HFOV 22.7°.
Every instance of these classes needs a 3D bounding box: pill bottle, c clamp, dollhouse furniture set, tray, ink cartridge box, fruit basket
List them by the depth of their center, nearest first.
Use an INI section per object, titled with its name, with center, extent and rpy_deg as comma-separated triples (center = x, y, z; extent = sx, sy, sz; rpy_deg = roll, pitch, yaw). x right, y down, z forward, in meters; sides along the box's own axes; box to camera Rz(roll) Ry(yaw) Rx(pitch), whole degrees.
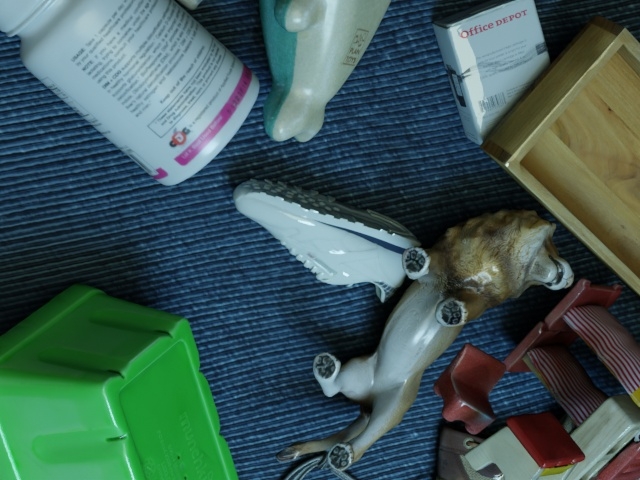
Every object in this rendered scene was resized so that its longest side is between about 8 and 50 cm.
[pill bottle]
center = -0.216, -0.205, 1.704
extent = 0.283, 0.160, 0.160
rpy_deg = 41, 92, -21
[dollhouse furniture set]
center = 0.277, 0.163, 1.791
extent = 0.152, 0.201, 0.374
rpy_deg = -49, 154, 21
[fruit basket]
center = -0.304, 0.262, 1.797
extent = 0.392, 0.283, 0.392
rpy_deg = 14, 120, 25
[ink cartridge box]
center = 0.207, -0.202, 1.861
extent = 0.109, 0.063, 0.150
rpy_deg = -21, 109, -8
[tray]
center = 0.393, -0.060, 1.905
extent = 0.203, 0.076, 0.411
rpy_deg = -49, 122, 2
[c clamp]
center = 0.029, 0.315, 1.981
extent = 0.160, 0.022, 0.137
rpy_deg = 32, 100, -21

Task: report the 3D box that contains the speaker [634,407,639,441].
[speaker]
center = 0.431, 0.272, 2.049
extent = 0.055, 0.055, 0.136
rpy_deg = -31, 110, -4

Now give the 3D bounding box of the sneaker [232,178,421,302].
[sneaker]
center = 0.000, 0.000, 1.856
extent = 0.235, 0.090, 0.095
rpy_deg = 21, 108, -17

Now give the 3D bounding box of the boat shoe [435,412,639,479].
[boat shoe]
center = 0.312, 0.275, 1.980
extent = 0.342, 0.123, 0.123
rpy_deg = 2, 90, 3

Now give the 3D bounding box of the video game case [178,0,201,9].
[video game case]
center = -0.175, -0.464, 1.710
extent = 0.329, 0.036, 0.300
rpy_deg = 36, 94, -20

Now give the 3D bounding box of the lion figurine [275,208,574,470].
[lion figurine]
center = 0.117, 0.113, 1.881
extent = 0.392, 0.240, 0.142
rpy_deg = -45, 78, 17

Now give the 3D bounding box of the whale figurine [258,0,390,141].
[whale figurine]
center = -0.017, -0.245, 1.743
extent = 0.141, 0.216, 0.272
rpy_deg = 22, 102, 18
